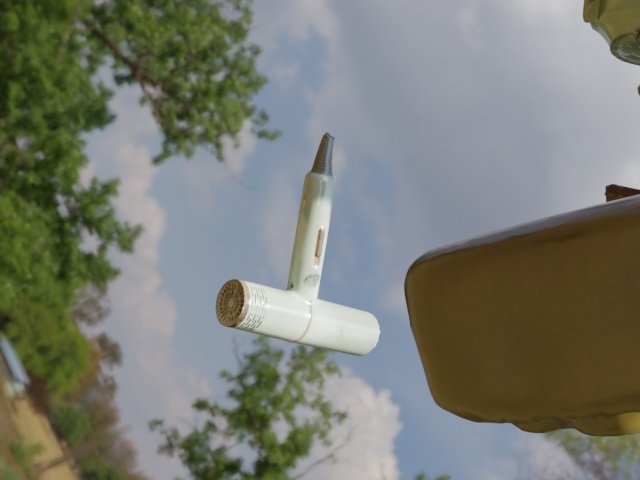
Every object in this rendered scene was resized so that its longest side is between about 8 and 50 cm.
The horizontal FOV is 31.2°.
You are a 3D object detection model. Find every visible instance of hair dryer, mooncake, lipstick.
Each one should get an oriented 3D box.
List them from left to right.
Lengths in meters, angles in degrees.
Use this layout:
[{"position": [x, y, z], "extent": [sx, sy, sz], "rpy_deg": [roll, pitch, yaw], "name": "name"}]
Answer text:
[{"position": [0.006, 0.000, 0.962], "extent": [0.044, 0.155, 0.183], "rpy_deg": [22, -87, 48], "name": "hair dryer"}, {"position": [0.161, 0.034, 0.600], "extent": [0.235, 0.234, 0.117], "rpy_deg": [162, -88, -73], "name": "mooncake"}, {"position": [0.337, -0.029, 1.065], "extent": [0.176, 0.027, 0.027], "rpy_deg": [20, -46, 49], "name": "lipstick"}]

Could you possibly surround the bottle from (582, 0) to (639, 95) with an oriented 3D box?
[{"position": [0.395, -0.329, 1.217], "extent": [0.229, 0.229, 0.352], "rpy_deg": [177, -69, -72], "name": "bottle"}]
